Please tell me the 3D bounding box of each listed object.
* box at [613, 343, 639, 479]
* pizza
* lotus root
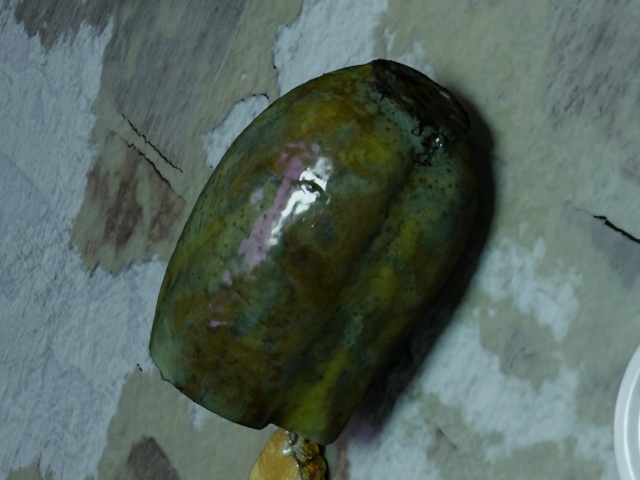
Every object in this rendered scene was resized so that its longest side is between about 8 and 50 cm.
[{"bbox_3d":[0.303,0.141,1.011,0.291,0.206,0.262,-50,47,29],"label":"box"},{"bbox_3d":[-0.038,0.300,1.517,0.127,0.058,0.246,-22,63,48],"label":"pizza"},{"bbox_3d":[0.000,0.000,1.412,0.346,0.250,0.250,-57,43,18],"label":"lotus root"}]
